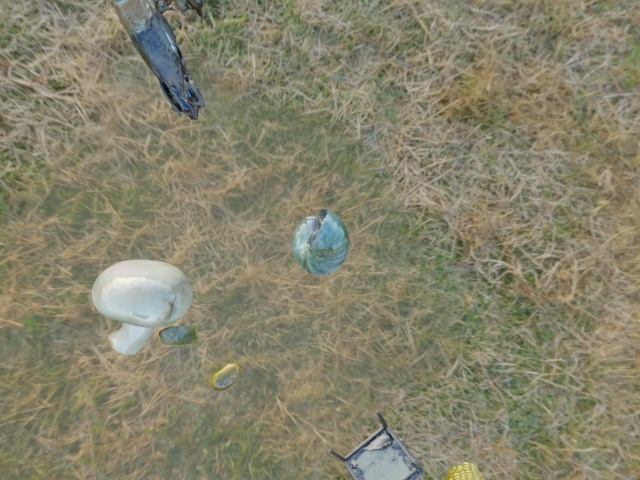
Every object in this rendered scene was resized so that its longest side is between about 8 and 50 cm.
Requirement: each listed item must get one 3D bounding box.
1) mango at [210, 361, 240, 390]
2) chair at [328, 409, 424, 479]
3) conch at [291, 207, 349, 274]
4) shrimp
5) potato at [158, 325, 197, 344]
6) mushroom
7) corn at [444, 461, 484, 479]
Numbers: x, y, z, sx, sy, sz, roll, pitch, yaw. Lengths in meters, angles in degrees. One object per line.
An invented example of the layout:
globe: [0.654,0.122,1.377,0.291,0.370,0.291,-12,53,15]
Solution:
mango: [-0.315,0.450,1.661,0.114,0.057,0.079,-44,116,-3]
chair: [0.158,0.590,1.326,0.188,0.272,0.166,-37,59,-8]
conch: [0.000,0.000,1.582,0.195,0.277,0.220,9,101,9]
shrimp: [-0.249,-0.356,0.850,0.054,0.222,0.290,-9,115,22]
potato: [-0.474,0.332,1.712,0.119,0.198,0.054,-14,72,-2]
mushroom: [-0.608,0.185,1.684,0.315,0.356,0.315,25,53,-38]
corn: [0.228,0.449,0.785,0.080,0.238,0.080,7,114,15]
